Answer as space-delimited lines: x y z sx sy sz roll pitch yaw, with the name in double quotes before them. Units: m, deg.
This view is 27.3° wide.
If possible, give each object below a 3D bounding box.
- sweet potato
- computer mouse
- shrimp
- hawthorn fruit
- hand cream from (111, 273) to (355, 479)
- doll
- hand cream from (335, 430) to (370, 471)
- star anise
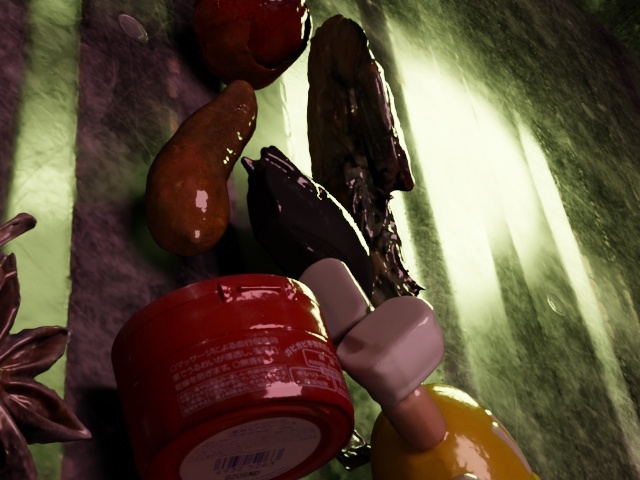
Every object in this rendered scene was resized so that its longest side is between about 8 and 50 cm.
"sweet potato" -0.128 -0.082 1.391 0.097 0.097 0.292 39 33 -20
"computer mouse" 0.000 0.000 1.417 0.264 0.088 0.147 53 19 -33
"shrimp" 0.061 -0.069 1.532 0.085 0.272 0.445 -8 63 -15
"hawthorn fruit" -0.076 -0.269 1.636 0.148 0.172 0.148 62 9 -16
"hand cream" -0.073 0.128 1.105 0.193 0.193 0.125 20 41 -44
"doll" 0.107 0.204 1.267 0.348 0.161 0.423 62 1 39
"hand cream" 0.004 0.161 1.355 0.062 0.039 0.163 -3 62 -59
"star anise" -0.265 0.091 0.988 0.230 0.081 0.262 29 44 -33
